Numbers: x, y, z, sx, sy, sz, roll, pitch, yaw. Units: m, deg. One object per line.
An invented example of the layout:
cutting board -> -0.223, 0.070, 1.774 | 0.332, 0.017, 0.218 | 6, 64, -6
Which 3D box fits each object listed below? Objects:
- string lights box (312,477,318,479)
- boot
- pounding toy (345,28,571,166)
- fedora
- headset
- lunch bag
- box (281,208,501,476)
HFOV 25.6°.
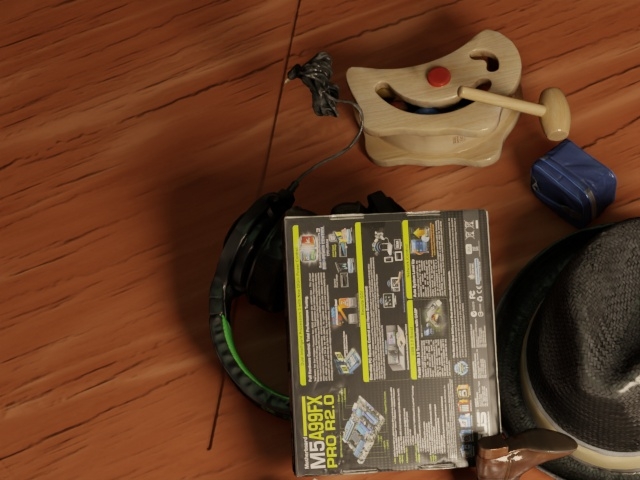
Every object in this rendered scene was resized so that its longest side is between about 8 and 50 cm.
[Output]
string lights box -> 0.063, 0.363, 1.375 | 0.260, 0.077, 0.133 | 29, 66, 23
boot -> 0.202, 0.247, 1.428 | 0.106, 0.114, 0.037 | 0, 30, -4
pounding toy -> 0.162, -0.190, 1.674 | 0.269, 0.155, 0.154 | 1, 59, 10
fedora -> 0.323, 0.093, 1.474 | 0.334, 0.152, 0.334 | -3, 56, 5
headset -> 0.000, 0.000, 1.556 | 0.243, 0.185, 0.394 | 0, 68, 7
lunch bag -> 0.286, -0.065, 1.632 | 0.065, 0.067, 0.098 | -38, 58, -18
box -> 0.072, 0.105, 1.467 | 0.216, 0.060, 0.270 | -3, 85, -4
